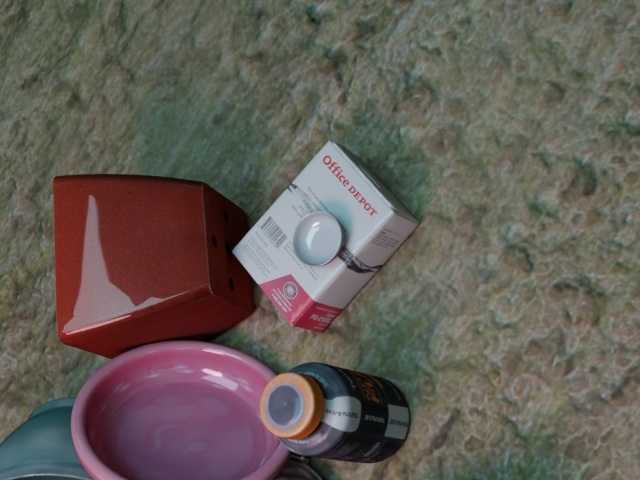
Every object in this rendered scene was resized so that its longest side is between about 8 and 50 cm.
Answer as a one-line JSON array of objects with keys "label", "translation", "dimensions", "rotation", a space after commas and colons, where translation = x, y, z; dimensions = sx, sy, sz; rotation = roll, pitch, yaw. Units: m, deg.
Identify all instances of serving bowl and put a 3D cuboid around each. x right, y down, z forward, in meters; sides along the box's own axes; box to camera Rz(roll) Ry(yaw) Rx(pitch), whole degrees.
[{"label": "serving bowl", "translation": [0.000, 0.000, 1.776], "dimensions": [0.083, 0.027, 0.083], "rotation": [-7, 76, 28]}]

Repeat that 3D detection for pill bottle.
[{"label": "pill bottle", "translation": [0.016, 0.242, 1.697], "dimensions": [0.130, 0.245, 0.131], "rotation": [-8, 74, 29]}]

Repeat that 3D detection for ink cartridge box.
[{"label": "ink cartridge box", "translation": [0.008, -0.005, 1.850], "dimensions": [0.237, 0.100, 0.172], "rotation": [-48, 60, 13]}]

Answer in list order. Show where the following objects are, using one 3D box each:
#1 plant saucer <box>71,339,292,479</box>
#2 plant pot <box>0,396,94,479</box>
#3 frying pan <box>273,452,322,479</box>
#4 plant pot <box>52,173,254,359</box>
[{"label": "plant saucer", "translation": [-0.201, 0.285, 1.799], "dimensions": [0.332, 0.332, 0.084], "rotation": [35, 136, 33]}, {"label": "plant pot", "translation": [-0.394, 0.376, 1.919], "dimensions": [0.293, 0.293, 0.196], "rotation": [-26, 39, 24]}, {"label": "frying pan", "translation": [-0.065, 0.368, 1.832], "dimensions": [0.197, 0.053, 0.326], "rotation": [-18, 58, 26]}, {"label": "plant pot", "translation": [-0.250, 0.035, 1.918], "dimensions": [0.235, 0.267, 0.267], "rotation": [-12, 72, 17]}]
